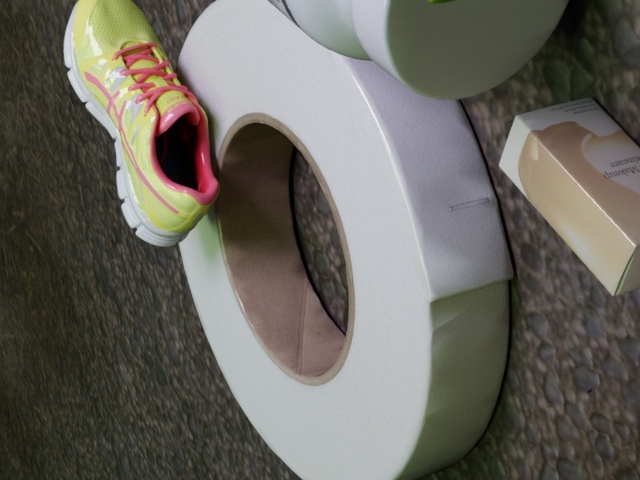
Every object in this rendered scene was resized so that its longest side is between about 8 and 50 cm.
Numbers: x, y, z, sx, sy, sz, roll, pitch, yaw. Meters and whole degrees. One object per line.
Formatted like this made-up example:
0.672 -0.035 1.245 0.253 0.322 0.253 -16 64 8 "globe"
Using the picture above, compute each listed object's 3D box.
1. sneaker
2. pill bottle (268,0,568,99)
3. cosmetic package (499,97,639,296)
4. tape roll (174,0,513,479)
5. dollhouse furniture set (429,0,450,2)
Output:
-0.127 -0.105 1.220 0.094 0.081 0.208 -25 87 56 "sneaker"
0.018 -0.205 0.951 0.278 0.162 0.162 45 140 43 "pill bottle"
0.158 -0.026 0.889 0.115 0.060 0.041 52 144 34 "cosmetic package"
0.000 0.000 1.184 0.392 0.072 0.392 37 134 51 "tape roll"
0.079 -0.287 0.755 0.301 0.197 0.151 62 151 22 "dollhouse furniture set"
